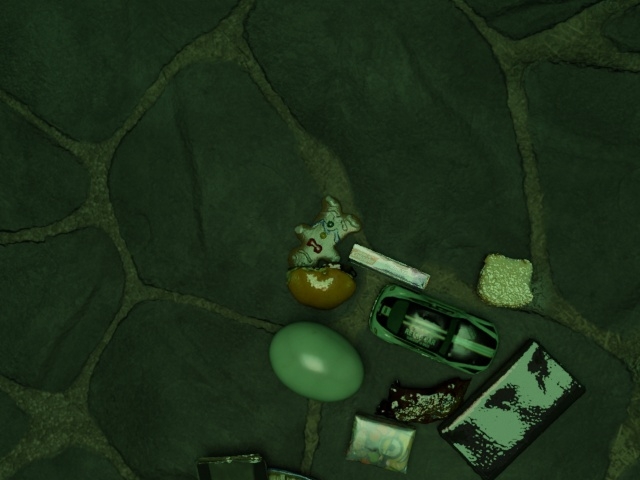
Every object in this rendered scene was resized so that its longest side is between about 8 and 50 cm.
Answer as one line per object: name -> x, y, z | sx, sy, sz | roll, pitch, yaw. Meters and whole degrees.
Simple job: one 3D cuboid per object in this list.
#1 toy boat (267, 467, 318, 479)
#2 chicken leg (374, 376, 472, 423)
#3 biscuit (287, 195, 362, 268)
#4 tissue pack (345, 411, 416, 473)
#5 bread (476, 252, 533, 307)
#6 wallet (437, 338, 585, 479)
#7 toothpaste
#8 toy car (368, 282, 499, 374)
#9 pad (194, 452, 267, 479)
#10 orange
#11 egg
toy boat -> -0.106, 0.582, 1.473 | 0.229, 0.046, 0.080 | -2, 86, 6
chicken leg -> 0.241, 0.376, 1.439 | 0.234, 0.063, 0.105 | -4, 91, 4
biscuit -> 0.000, 0.000, 1.502 | 0.138, 0.031, 0.205 | 43, 94, 6
tissue pack -> 0.142, 0.474, 1.444 | 0.148, 0.060, 0.108 | 13, 87, 6
bread -> 0.434, 0.096, 1.443 | 0.129, 0.044, 0.126 | 9, 81, 9
wallet -> 0.439, 0.393, 1.426 | 0.170, 0.044, 0.321 | 45, 95, 7
toothpaste -> 0.164, 0.066, 1.475 | 0.197, 0.040, 0.047 | 23, 88, 8
toy car -> 0.263, 0.207, 1.414 | 0.306, 0.125, 0.136 | 22, 89, 8
pad -> -0.202, 0.618, 1.458 | 0.175, 0.022, 0.232 | -5, 102, 7
orange -> 0.003, 0.108, 1.437 | 0.170, 0.160, 0.112 | -32, 57, 44
egg -> -0.009, 0.280, 1.417 | 0.231, 0.168, 0.167 | 26, 90, 3
